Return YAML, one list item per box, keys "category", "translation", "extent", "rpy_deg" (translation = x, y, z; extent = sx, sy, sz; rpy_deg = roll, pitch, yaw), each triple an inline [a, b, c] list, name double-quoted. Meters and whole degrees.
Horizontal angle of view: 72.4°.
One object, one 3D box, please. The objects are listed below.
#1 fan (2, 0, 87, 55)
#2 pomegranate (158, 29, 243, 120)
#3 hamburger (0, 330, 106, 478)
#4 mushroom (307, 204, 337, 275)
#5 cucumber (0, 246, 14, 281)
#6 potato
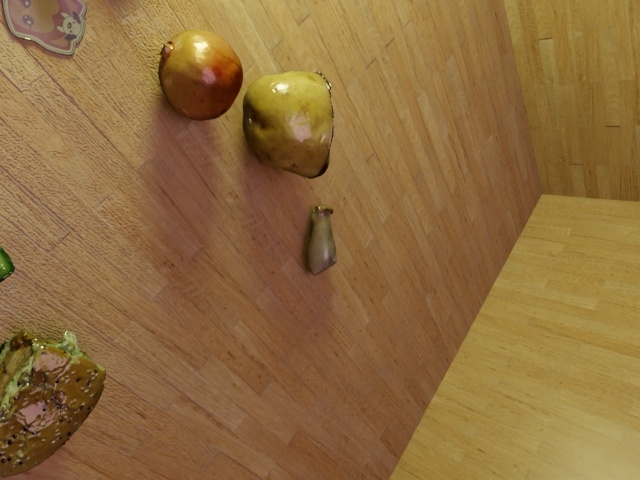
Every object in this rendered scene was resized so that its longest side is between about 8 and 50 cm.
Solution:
- category: "fan"
  translation: [-0.547, -0.440, 0.801]
  extent: [0.219, 0.009, 0.132]
  rpy_deg: [19, 85, -45]
- category: "pomegranate"
  translation: [-0.269, -0.369, 0.977]
  extent: [0.191, 0.191, 0.192]
  rpy_deg: [-12, 107, -42]
- category: "hamburger"
  translation: [-0.553, 0.313, 0.851]
  extent: [0.192, 0.167, 0.288]
  rpy_deg: [36, 73, -41]
- category: "mushroom"
  translation: [0.000, 0.000, 1.388]
  extent: [0.116, 0.093, 0.225]
  rpy_deg: [-23, 106, -56]
- category: "cucumber"
  translation: [-0.625, 0.009, 0.709]
  extent: [0.130, 0.191, 0.191]
  rpy_deg: [-50, 129, -26]
- category: "potato"
  translation: [-0.093, -0.310, 1.144]
  extent: [0.242, 0.242, 0.286]
  rpy_deg: [-7, 111, -43]
